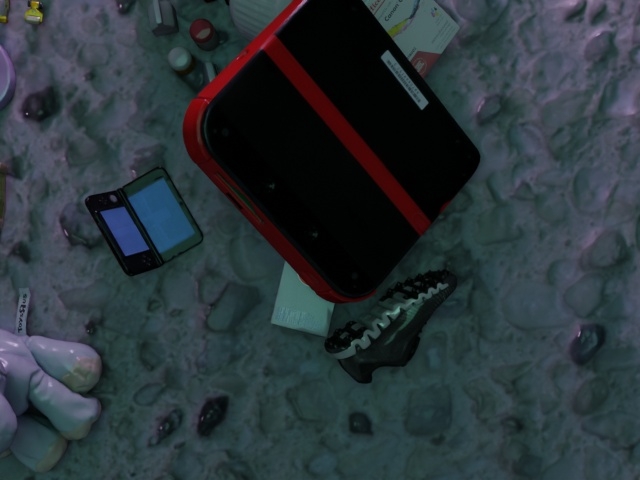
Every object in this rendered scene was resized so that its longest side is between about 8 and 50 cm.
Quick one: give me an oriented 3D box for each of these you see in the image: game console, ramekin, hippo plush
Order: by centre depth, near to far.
[{"bbox_3d":[0.026,-0.136,1.358,0.386,0.060,0.342,48,70,-21],"label":"game console"},{"bbox_3d":[-0.463,0.213,1.395,0.234,0.236,0.294,-9,86,3],"label":"hippo plush"},{"bbox_3d":[-0.051,-0.383,1.430,0.109,0.207,0.207,24,88,13],"label":"ramekin"},{"bbox_3d":[-0.276,-0.032,1.478,0.085,0.124,0.144,-34,84,27],"label":"game console"}]

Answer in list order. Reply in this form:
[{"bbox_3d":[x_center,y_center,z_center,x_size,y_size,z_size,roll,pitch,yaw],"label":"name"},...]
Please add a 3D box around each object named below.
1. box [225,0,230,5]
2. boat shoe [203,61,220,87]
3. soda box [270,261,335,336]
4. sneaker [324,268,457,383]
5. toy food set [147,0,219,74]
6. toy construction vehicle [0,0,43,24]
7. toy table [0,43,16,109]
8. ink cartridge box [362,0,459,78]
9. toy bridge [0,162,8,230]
[{"bbox_3d":[-0.118,-0.416,1.501,0.052,0.062,0.083,16,88,3],"label":"box"},{"bbox_3d":[-0.152,-0.219,1.503,0.040,0.049,0.142,-16,87,-17],"label":"boat shoe"},{"bbox_3d":[0.000,0.000,1.450,0.091,0.098,0.286,13,88,2],"label":"soda box"},{"bbox_3d":[0.122,0.136,1.449,0.234,0.078,0.106,-34,112,-14],"label":"sneaker"},{"bbox_3d":[-0.225,-0.388,1.485,0.111,0.104,0.232,-10,86,3],"label":"toy food set"},{"bbox_3d":[-0.483,-0.402,1.541,0.086,0.035,0.098,4,89,-7],"label":"toy construction vehicle"},{"bbox_3d":[-0.636,-0.301,1.478,0.274,0.161,0.252,13,87,5],"label":"toy table"},{"bbox_3d":[0.103,-0.343,1.432,0.198,0.067,0.115,36,89,-30],"label":"ink cartridge box"},{"bbox_3d":[-0.528,-0.031,1.501,0.026,0.063,0.188,10,86,4],"label":"toy bridge"}]
